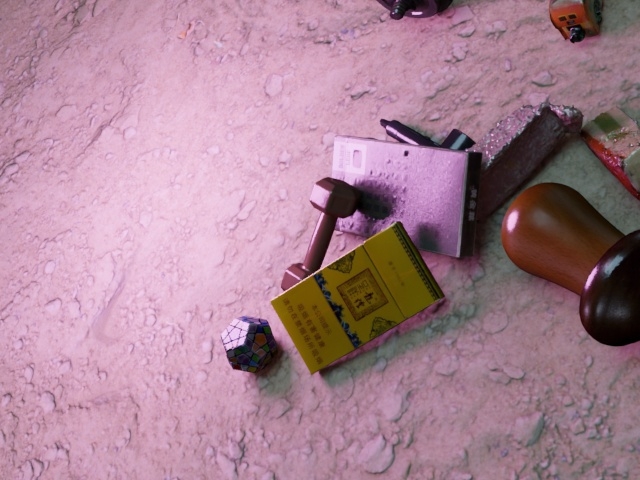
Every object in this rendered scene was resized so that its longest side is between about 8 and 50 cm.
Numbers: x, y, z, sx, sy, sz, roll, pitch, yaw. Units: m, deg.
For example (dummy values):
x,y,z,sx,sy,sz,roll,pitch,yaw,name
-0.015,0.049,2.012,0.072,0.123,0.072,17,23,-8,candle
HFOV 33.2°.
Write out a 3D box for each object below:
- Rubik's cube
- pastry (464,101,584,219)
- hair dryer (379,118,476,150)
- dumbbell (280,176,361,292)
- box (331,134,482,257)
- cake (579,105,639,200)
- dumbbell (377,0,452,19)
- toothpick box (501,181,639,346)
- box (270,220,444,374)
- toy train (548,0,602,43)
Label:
x,y,z,sx,sy,sz,roll,pitch,yaw,name
-0.130,0.190,1.969,0.111,0.111,0.093,19,101,40,Rubik's cube
0.327,-0.152,1.843,0.265,0.103,0.112,-38,42,14,pastry
0.178,-0.165,1.993,0.128,0.070,0.255,-53,41,-2,hair dryer
0.000,0.000,1.944,0.082,0.092,0.231,-126,53,-65,dumbbell
0.141,-0.083,1.893,0.325,0.047,0.180,13,103,47,box
0.509,-0.133,1.752,0.086,0.117,0.220,-36,17,9,cake
0.196,-0.561,2.111,0.192,0.192,0.290,11,72,38,dumbbell
0.415,0.032,1.630,0.192,0.192,0.294,-50,43,0,toothpick box
0.061,0.102,1.869,0.279,0.041,0.153,-32,83,20,box
0.462,-0.446,1.924,0.072,0.099,0.188,-5,61,32,toy train
